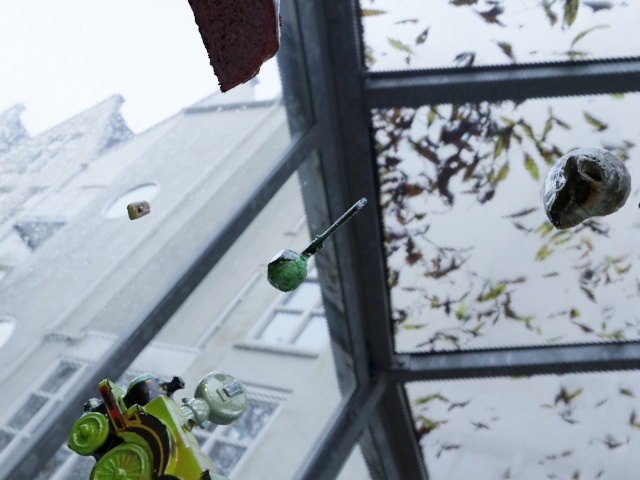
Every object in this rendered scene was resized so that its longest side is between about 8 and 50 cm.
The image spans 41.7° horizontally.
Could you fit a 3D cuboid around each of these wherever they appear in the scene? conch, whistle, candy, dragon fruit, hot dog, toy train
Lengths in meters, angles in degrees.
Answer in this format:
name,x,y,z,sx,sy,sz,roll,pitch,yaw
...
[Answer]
name,x,y,z,sx,sy,sz,roll,pitch,yaw
conch,0.438,-0.086,1.402,0.130,0.155,0.207,26,4,26
whistle,-0.254,0.367,1.869,0.126,0.258,0.067,52,-51,15
candy,0.001,0.002,2.012,0.097,0.323,0.097,42,-19,18
dragon fruit,-0.116,-0.366,1.198,0.126,0.161,0.274,-13,-65,14
hot dog,-0.319,-0.056,1.490,0.090,0.034,0.030,-118,-165,-82
toy train,-0.193,0.279,1.000,0.296,0.161,0.100,50,-5,40

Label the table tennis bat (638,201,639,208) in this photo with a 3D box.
name,x,y,z,sx,sy,sz,roll,pitch,yaw
table tennis bat,0.583,-0.031,1.243,0.244,0.153,0.040,24,-60,54
